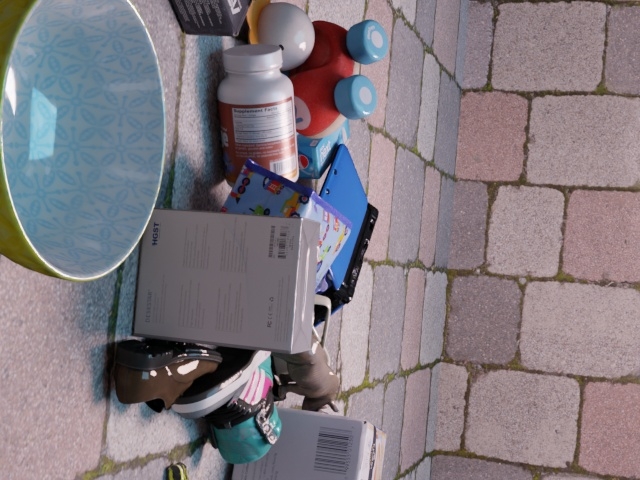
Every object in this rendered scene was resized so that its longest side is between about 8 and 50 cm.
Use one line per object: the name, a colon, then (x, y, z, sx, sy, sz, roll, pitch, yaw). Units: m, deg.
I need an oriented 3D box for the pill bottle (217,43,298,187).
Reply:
pill bottle: (-0.100, -0.194, 1.526, 0.121, 0.121, 0.216, -50, 141, -61)

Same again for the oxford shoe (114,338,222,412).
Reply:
oxford shoe: (-0.215, 0.186, 1.342, 0.227, 0.083, 0.096, 4, 97, -63)

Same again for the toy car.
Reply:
toy car: (-0.050, -0.307, 1.621, 0.238, 0.219, 0.210, 30, 63, -38)

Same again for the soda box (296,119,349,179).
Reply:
soda box: (-0.003, -0.198, 1.912, 0.210, 0.067, 0.071, -57, 147, -55)

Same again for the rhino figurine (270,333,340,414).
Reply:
rhino figurine: (-0.024, 0.248, 1.731, 0.073, 0.106, 0.243, -95, 165, -47)

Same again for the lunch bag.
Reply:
lunch bag: (-0.052, 0.036, 1.524, 0.221, 0.138, 0.293, -61, 150, -2)

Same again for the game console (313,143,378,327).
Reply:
game console: (0.000, 0.000, 1.897, 0.173, 0.250, 0.293, 39, 38, -14)

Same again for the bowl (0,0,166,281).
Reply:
bowl: (-0.282, -0.108, 0.928, 0.289, 0.156, 0.289, 4, 90, -72)

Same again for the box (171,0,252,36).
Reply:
box: (-0.159, -0.529, 1.310, 0.395, 0.097, 0.318, 70, 33, -52)

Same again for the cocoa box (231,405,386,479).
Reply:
cocoa box: (-0.028, 0.485, 1.716, 0.228, 0.231, 0.347, 51, 46, -69)

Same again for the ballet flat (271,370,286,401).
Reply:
ballet flat: (-0.100, 0.233, 1.739, 0.173, 0.049, 0.057, 73, 27, -48)

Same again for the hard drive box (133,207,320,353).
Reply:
hard drive box: (-0.127, 0.052, 1.318, 0.089, 0.232, 0.181, 10, 85, -73)

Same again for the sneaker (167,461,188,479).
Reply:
sneaker: (-0.211, 0.374, 1.458, 0.035, 0.031, 0.083, -27, 119, -70)

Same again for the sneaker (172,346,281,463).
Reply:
sneaker: (-0.145, 0.271, 1.510, 0.295, 0.124, 0.178, -28, 111, -70)

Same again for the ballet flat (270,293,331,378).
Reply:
ballet flat: (-0.050, 0.087, 1.723, 0.139, 0.139, 0.400, -63, 151, -50)
